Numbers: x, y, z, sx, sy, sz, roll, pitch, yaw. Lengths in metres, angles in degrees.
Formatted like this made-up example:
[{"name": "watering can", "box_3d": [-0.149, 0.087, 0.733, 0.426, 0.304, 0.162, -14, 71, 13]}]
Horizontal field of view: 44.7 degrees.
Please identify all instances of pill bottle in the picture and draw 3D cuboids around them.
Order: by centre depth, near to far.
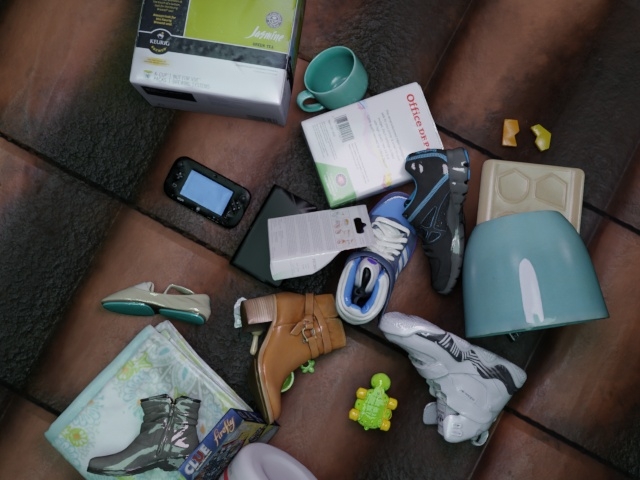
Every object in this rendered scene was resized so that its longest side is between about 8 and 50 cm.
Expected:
[{"name": "pill bottle", "box_3d": [-0.184, 0.646, 1.624, 0.229, 0.229, 0.407, 37, 100, 4]}]

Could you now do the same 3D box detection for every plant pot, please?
[{"name": "plant pot", "box_3d": [0.432, 0.069, 1.631, 0.293, 0.293, 0.235, -8, 80, 1]}]

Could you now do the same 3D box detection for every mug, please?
[{"name": "mug", "box_3d": [0.031, -0.358, 1.774, 0.158, 0.097, 0.129, -9, 61, 29]}]

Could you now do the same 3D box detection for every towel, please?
[{"name": "towel", "box_3d": [-0.376, 0.409, 1.733, 0.320, 0.090, 0.374, 44, 88, 5]}]

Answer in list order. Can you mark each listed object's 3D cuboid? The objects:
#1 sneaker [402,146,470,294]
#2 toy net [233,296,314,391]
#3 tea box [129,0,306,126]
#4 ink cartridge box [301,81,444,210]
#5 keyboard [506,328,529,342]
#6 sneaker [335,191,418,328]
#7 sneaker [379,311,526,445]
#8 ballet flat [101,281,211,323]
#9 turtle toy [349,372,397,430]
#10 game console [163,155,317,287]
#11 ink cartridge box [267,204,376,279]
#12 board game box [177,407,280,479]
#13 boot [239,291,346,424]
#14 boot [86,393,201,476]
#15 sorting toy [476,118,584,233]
[{"name": "sneaker", "box_3d": [0.250, -0.043, 1.704, 0.140, 0.125, 0.340, 2, 113, 9]}, {"name": "toy net", "box_3d": [-0.113, 0.223, 1.763, 0.122, 0.045, 0.232, -32, 85, -1]}, {"name": "tea box", "box_3d": [-0.216, -0.453, 1.732, 0.329, 0.220, 0.323, 10, 87, 2]}, {"name": "ink cartridge box", "box_3d": [0.119, -0.209, 1.756, 0.278, 0.117, 0.201, -19, 86, -1]}, {"name": "keyboard", "box_3d": [0.405, 0.144, 1.771, 0.108, 0.023, 0.180, -34, 85, -1]}, {"name": "sneaker", "box_3d": [0.131, 0.034, 1.677, 0.130, 0.236, 0.322, 26, 87, 3]}, {"name": "sneaker", "box_3d": [0.258, 0.303, 1.668, 0.366, 0.137, 0.210, 26, 88, -20]}, {"name": "ballet flat", "box_3d": [-0.368, 0.135, 1.767, 0.248, 0.086, 0.086, 9, 86, 0]}, {"name": "turtle toy", "box_3d": [0.122, 0.360, 1.737, 0.095, 0.066, 0.130, 19, 86, 3]}, {"name": "game console", "box_3d": [-0.198, -0.059, 1.789, 0.361, 0.044, 0.213, 29, 86, 4]}, {"name": "ink cartridge box", "box_3d": [0.000, 0.000, 1.677, 0.225, 0.181, 0.056, -8, 122, -1]}, {"name": "board game box", "box_3d": [-0.187, 0.437, 1.649, 0.042, 0.243, 0.165, 40, 87, 22]}, {"name": "boot", "box_3d": [-0.051, 0.249, 1.708, 0.220, 0.109, 0.283, -3, 66, -20]}, {"name": "boot", "box_3d": [-0.374, 0.413, 1.662, 0.246, 0.083, 0.161, -5, 81, -6]}, {"name": "sorting toy", "box_3d": [0.482, -0.118, 1.785, 0.229, 0.041, 0.307, 6, 86, 6]}]
